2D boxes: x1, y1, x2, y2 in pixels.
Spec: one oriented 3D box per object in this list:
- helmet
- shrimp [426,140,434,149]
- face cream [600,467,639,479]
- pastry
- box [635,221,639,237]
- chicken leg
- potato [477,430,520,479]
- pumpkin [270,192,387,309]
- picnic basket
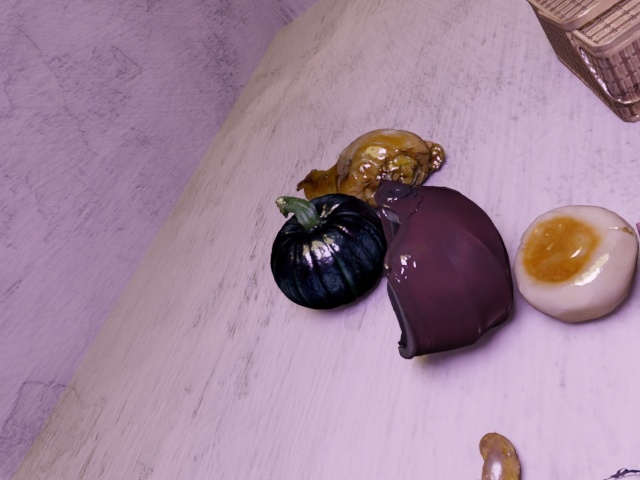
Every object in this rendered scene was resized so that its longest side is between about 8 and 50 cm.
[{"bbox_3d":[0.180,0.024,0.721,0.176,0.225,0.306,-9,43,11],"label":"helmet"},{"bbox_3d":[0.211,-0.186,1.082,0.108,0.023,0.059,-27,46,34],"label":"shrimp"},{"bbox_3d":[0.311,0.316,0.386,0.092,0.058,0.244,-35,40,15],"label":"face cream"},{"bbox_3d":[0.326,0.029,0.617,0.156,0.091,0.157,-44,32,37],"label":"pastry"},{"bbox_3d":[0.412,0.013,0.552,0.063,0.085,0.060,-25,37,22],"label":"box"},{"bbox_3d":[0.077,-0.150,1.121,0.201,0.152,0.429,-54,22,-22],"label":"chicken leg"},{"bbox_3d":[0.212,0.271,0.568,0.047,0.045,0.092,109,176,-49],"label":"potato"},{"bbox_3d":[0.000,0.000,0.941,0.248,0.248,0.248,-33,35,27],"label":"pumpkin"},{"bbox_3d":[0.497,-0.370,0.759,0.228,0.175,0.313,-34,35,25],"label":"picnic basket"}]
